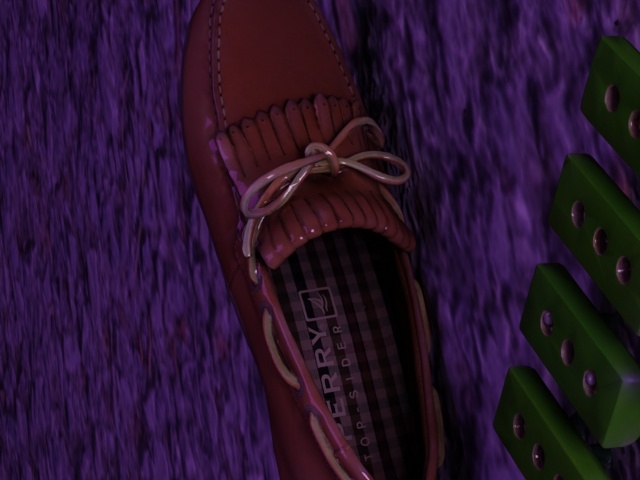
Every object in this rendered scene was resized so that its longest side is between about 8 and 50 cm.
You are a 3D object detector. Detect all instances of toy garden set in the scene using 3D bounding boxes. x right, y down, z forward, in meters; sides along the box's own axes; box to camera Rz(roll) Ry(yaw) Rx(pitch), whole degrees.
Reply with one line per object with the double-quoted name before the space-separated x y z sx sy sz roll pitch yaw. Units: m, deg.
"toy garden set" 0.171 0.054 0.905 0.204 0.049 0.244 -121 36 -52

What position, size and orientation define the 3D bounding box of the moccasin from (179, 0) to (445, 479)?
"moccasin" -0.003 0.000 1.198 0.147 0.139 0.380 146 118 -63
